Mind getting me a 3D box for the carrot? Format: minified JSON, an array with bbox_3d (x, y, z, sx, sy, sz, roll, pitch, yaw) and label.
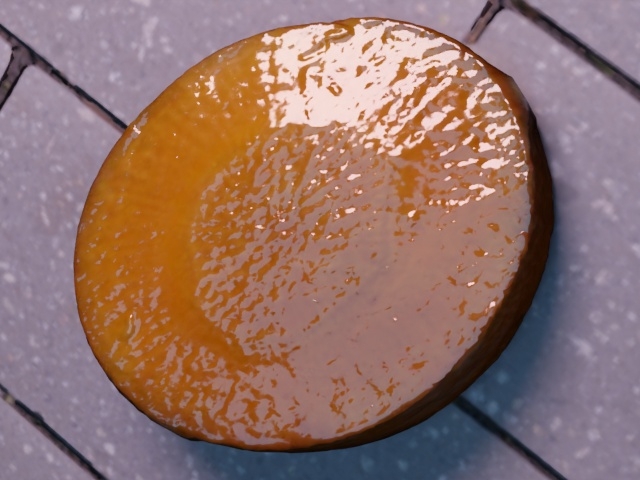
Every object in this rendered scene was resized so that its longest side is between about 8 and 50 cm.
[{"bbox_3d":[0.000,0.000,0.793,0.307,0.100,0.258,-36,84,14],"label":"carrot"}]
